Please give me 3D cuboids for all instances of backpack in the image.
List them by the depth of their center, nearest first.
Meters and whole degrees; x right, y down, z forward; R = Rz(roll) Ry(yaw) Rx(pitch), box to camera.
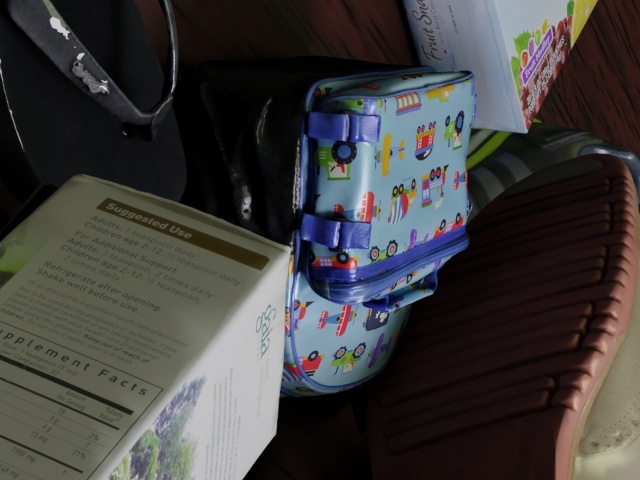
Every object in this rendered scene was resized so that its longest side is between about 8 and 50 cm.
[{"bbox_3d":[0.000,0.000,0.798,0.158,0.117,0.173,-12,109,-59],"label":"backpack"}]

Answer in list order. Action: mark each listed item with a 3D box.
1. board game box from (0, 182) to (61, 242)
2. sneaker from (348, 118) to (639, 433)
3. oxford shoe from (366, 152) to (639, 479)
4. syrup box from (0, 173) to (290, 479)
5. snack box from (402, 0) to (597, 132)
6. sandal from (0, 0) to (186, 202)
[{"bbox_3d":[-0.104,0.080,0.695,0.126,0.026,0.186,-56,142,-22],"label":"board game box"},{"bbox_3d":[0.103,0.008,0.975,0.300,0.121,0.111,-52,138,-43],"label":"sneaker"},{"bbox_3d":[0.109,0.125,0.812,0.146,0.140,0.397,47,44,-30],"label":"oxford shoe"},{"bbox_3d":[-0.102,0.084,0.540,0.237,0.096,0.093,-52,156,-48],"label":"syrup box"},{"bbox_3d":[0.119,-0.198,1.014,0.207,0.070,0.174,-59,143,-39],"label":"snack box"},{"bbox_3d":[-0.103,-0.104,0.651,0.097,0.054,0.254,-55,140,-41],"label":"sandal"}]
